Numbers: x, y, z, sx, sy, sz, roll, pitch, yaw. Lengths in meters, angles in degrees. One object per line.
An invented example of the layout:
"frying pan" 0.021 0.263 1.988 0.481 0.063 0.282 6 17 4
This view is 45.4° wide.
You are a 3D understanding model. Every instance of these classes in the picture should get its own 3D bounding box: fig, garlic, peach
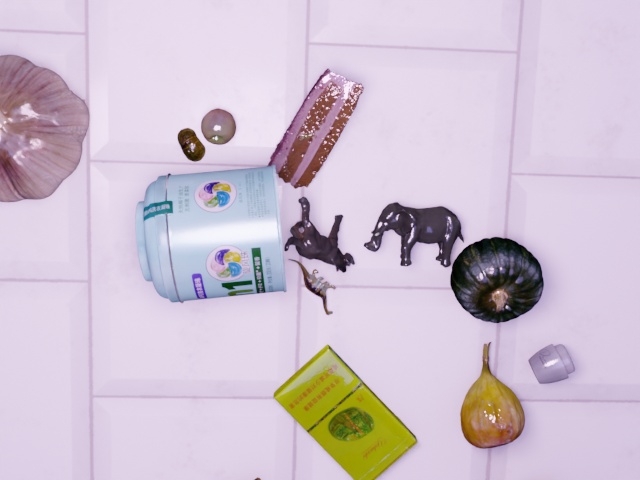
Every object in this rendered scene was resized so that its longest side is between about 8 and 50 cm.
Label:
"fig" 0.418 0.378 1.876 0.159 0.159 0.257 -1 82 -4
"garlic" -0.660 -0.235 1.658 0.321 0.241 0.322 -6 120 -10
"peach" -0.232 -0.261 1.747 0.083 0.083 0.083 -1 99 -4

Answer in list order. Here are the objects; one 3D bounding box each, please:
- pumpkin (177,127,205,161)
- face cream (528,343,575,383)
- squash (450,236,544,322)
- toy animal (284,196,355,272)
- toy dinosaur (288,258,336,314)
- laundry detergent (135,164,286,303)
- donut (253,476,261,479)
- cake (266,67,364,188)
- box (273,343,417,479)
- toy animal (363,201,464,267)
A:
"pumpkin" -0.302 -0.221 1.773 0.050 0.028 0.083 -33 96 3
"face cream" 0.569 0.305 1.885 0.095 0.091 0.091 -25 100 9
"squash" 0.415 0.094 1.798 0.218 0.172 0.218 0 99 -2
"toy animal" 0.000 0.000 1.762 0.084 0.232 0.148 -33 58 25
"toy dinosaur" -0.008 0.100 1.839 0.058 0.037 0.180 -36 100 -3
"laundry detergent" -0.237 -0.012 1.680 0.305 0.287 0.287 -6 99 -3
"donut" -0.138 0.700 1.893 0.126 0.144 0.187 -25 130 6
"cake" -0.010 -0.260 1.769 0.115 0.113 0.295 31 109 -6
"box" 0.063 0.438 1.893 0.187 0.047 0.335 -42 99 3
"toy animal" 0.221 -0.016 1.810 0.244 0.114 0.146 -3 107 -25
